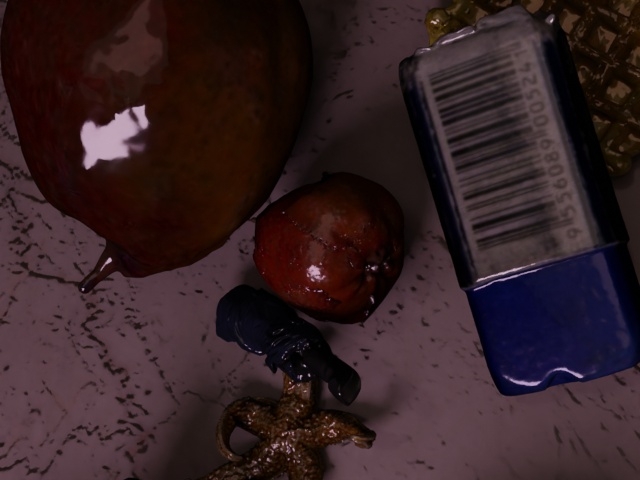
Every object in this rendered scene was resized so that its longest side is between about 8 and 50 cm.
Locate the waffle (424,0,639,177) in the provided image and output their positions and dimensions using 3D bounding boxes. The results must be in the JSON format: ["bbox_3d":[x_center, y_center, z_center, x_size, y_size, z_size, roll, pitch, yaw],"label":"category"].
[{"bbox_3d":[0.230,-0.175,1.045,0.291,0.051,0.291,-3,81,17],"label":"waffle"}]

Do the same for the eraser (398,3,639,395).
[{"bbox_3d":[0.190,-0.036,0.966,0.155,0.101,0.332,-18,85,25],"label":"eraser"}]

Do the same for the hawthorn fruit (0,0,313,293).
[{"bbox_3d":[-0.158,-0.142,1.039,0.308,0.308,0.324,-16,74,14],"label":"hawthorn fruit"}]

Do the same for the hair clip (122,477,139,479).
[{"bbox_3d":[-0.214,0.376,0.995,0.310,0.206,0.194,-43,75,1],"label":"hair clip"}]

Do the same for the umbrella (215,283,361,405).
[{"bbox_3d":[-0.026,0.102,1.008,0.248,0.071,0.071,25,86,54],"label":"umbrella"}]

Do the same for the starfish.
[{"bbox_3d":[-0.042,0.210,1.040,0.190,0.074,0.146,-37,68,7],"label":"starfish"}]

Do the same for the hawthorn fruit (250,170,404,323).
[{"bbox_3d":[0.000,0.000,1.042,0.172,0.148,0.148,21,85,38],"label":"hawthorn fruit"}]
